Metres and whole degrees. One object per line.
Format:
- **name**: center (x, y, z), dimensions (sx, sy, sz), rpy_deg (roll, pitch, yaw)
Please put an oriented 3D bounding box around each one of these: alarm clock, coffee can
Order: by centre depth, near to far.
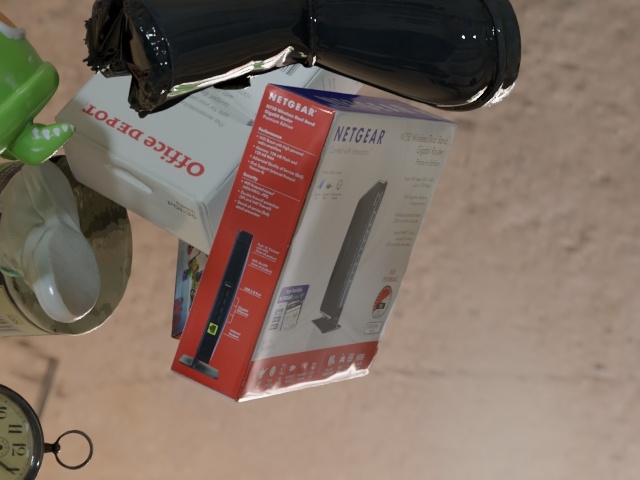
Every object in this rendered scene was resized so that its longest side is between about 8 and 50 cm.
- **alarm clock**: center (-0.320, 0.202, 1.961), dimensions (0.192, 0.129, 0.064), rpy_deg (5, 178, -10)
- **coffee can**: center (-0.380, 0.012, 2.259), dimensions (0.275, 0.201, 0.201), rpy_deg (-4, 144, 36)

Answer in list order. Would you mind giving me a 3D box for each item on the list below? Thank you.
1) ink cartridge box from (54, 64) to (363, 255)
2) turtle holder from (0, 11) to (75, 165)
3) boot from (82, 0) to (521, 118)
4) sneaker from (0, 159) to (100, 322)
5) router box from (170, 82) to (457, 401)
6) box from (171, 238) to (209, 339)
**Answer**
- **ink cartridge box**: center (-0.116, -0.149, 2.138), dimensions (0.207, 0.283, 0.117), rpy_deg (29, 154, 22)
- **turtle holder**: center (-0.403, -0.100, 1.812), dimensions (0.320, 0.243, 0.227), rpy_deg (-38, 104, 9)
- **boot**: center (-0.019, -0.124, 1.298), dimensions (0.246, 0.207, 0.094), rpy_deg (24, 123, 51)
- **sneaker**: center (-0.282, 0.016, 1.982), dimensions (0.094, 0.212, 0.080), rpy_deg (-36, 132, 16)
- **router box**: center (0.000, 0.000, 2.044), dimensions (0.082, 0.301, 0.335), rpy_deg (23, -169, 22)
- **box**: center (-0.112, -0.008, 2.379), dimensions (0.044, 0.233, 0.159), rpy_deg (19, 150, -31)
